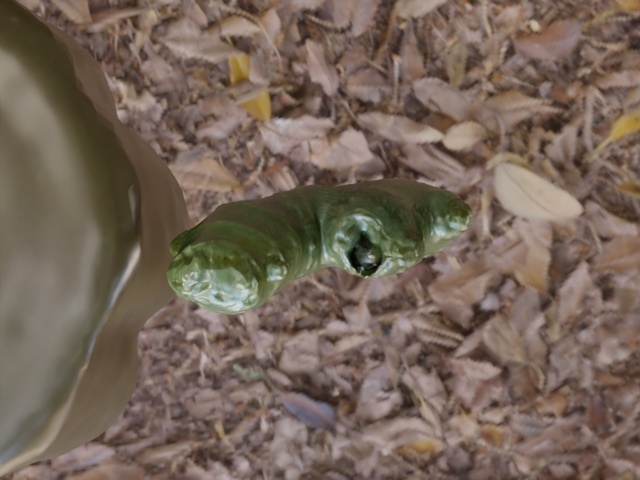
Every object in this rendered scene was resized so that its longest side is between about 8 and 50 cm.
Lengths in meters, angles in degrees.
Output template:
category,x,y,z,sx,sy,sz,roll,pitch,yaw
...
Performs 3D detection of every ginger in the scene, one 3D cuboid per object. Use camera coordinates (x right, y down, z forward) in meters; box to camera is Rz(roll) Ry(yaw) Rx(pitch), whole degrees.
category,x,y,z,sx,sy,sz,roll,pitch,yaw
ginger,0.003,-0.002,0.853,0.289,0.137,0.089,-6,121,-31

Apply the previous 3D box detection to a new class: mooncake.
category,x,y,z,sx,sy,sz,roll,pitch,yaw
mooncake,-0.357,-0.001,0.969,0.466,0.262,0.467,0,85,2
